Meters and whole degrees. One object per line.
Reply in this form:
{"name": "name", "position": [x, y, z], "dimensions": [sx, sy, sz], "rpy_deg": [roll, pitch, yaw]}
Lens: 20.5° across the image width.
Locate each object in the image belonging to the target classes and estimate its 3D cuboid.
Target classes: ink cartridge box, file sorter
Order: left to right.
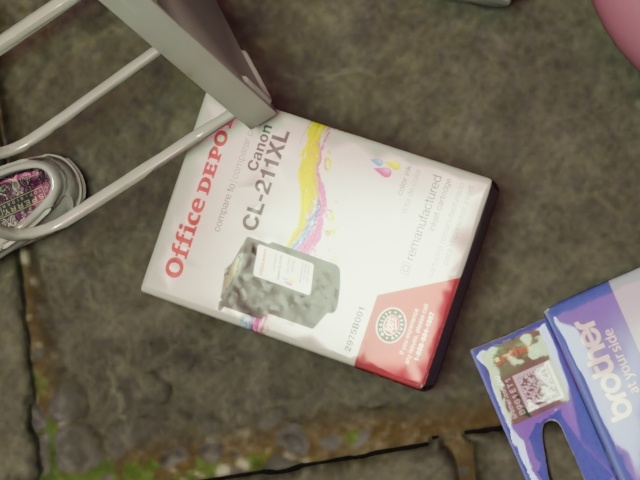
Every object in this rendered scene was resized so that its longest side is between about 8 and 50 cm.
{"name": "file sorter", "position": [-0.184, -0.163, 0.970], "dimensions": [0.173, 0.193, 0.278], "rpy_deg": [-33, 64, 10]}
{"name": "ink cartridge box", "position": [0.000, 0.000, 1.024], "dimensions": [0.175, 0.072, 0.127], "rpy_deg": [18, 90, 10]}
{"name": "ink cartridge box", "position": [0.257, 0.081, 0.986], "dimensions": [0.311, 0.065, 0.186], "rpy_deg": [-24, 83, 9]}

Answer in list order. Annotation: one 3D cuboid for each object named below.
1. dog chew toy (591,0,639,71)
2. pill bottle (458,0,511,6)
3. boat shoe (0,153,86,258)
{"name": "dog chew toy", "position": [0.229, -0.170, 0.865], "dimensions": [0.206, 0.332, 0.207], "rpy_deg": [0, 87, 9]}
{"name": "pill bottle", "position": [0.097, -0.220, 1.013], "dimensions": [0.087, 0.087, 0.160], "rpy_deg": [14, 90, 10]}
{"name": "boat shoe", "position": [-0.229, 0.002, 1.066], "dimensions": [0.184, 0.063, 0.066], "rpy_deg": [-21, 84, 7]}
